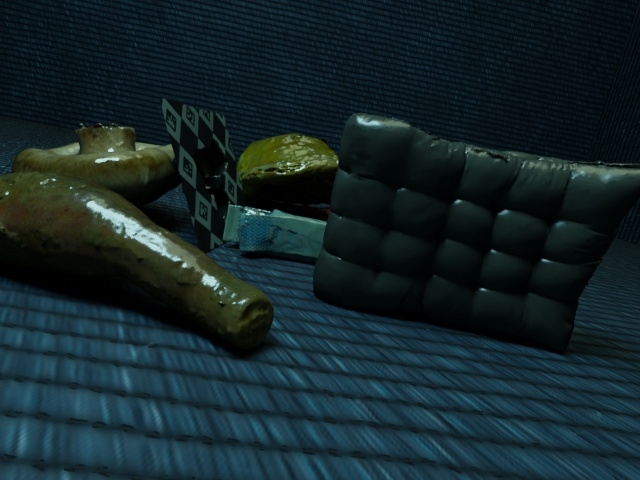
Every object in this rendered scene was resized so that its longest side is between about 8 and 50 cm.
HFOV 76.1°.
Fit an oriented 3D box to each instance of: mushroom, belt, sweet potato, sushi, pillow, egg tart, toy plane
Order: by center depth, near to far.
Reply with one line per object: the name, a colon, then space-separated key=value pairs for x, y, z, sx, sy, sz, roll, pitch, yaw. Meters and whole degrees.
sweet potato: x=-0.217 y=-0.002 z=0.399 sx=0.384 sy=0.109 sz=0.109 roll=15 pitch=13 yaw=15
pillow: x=0.168 y=-0.009 z=0.478 sx=0.325 sy=0.229 sz=0.101 roll=13 pitch=18 yaw=3
belt: x=0.000 y=0.000 z=0.647 sx=0.301 sy=0.072 sz=0.087 roll=10 pitch=10 yaw=-5
mushroom: x=-0.342 y=-0.116 z=0.670 sx=0.277 sy=0.146 sz=0.278 roll=0 pitch=16 yaw=0
sushi: x=-0.195 y=-0.102 z=0.672 sx=0.047 sy=0.220 sz=0.231 roll=-11 pitch=9 yaw=11
toy plane: x=0.030 y=-0.069 z=0.994 sx=0.193 sy=0.077 sz=0.126 roll=4 pitch=8 yaw=5
egg tart: x=-0.068 y=-0.178 z=1.066 sx=0.338 sy=0.153 sz=0.351 roll=2 pitch=-5 yaw=-23
